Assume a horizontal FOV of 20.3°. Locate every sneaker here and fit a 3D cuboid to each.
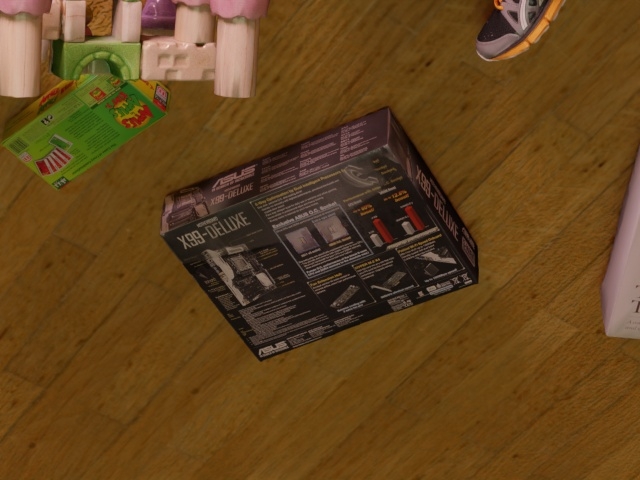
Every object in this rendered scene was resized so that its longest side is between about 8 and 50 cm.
[{"bbox_3d":[0.223,-0.280,1.873,0.083,0.084,0.215,29,118,-17],"label":"sneaker"}]

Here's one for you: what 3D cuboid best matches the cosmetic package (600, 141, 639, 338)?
[{"bbox_3d":[0.541,0.000,2.097,0.377,0.097,0.284,5,129,-1],"label":"cosmetic package"}]

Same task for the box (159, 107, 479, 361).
[{"bbox_3d":[0.000,0.000,2.133,0.307,0.077,0.242,-21,127,20],"label":"box"}]

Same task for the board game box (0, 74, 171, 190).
[{"bbox_3d":[-0.268,-0.140,2.042,0.181,0.043,0.092,-32,124,28],"label":"board game box"}]

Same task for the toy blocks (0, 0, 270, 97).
[{"bbox_3d":[-0.226,-0.293,1.802,0.288,0.309,0.260,-2,104,-23],"label":"toy blocks"}]
